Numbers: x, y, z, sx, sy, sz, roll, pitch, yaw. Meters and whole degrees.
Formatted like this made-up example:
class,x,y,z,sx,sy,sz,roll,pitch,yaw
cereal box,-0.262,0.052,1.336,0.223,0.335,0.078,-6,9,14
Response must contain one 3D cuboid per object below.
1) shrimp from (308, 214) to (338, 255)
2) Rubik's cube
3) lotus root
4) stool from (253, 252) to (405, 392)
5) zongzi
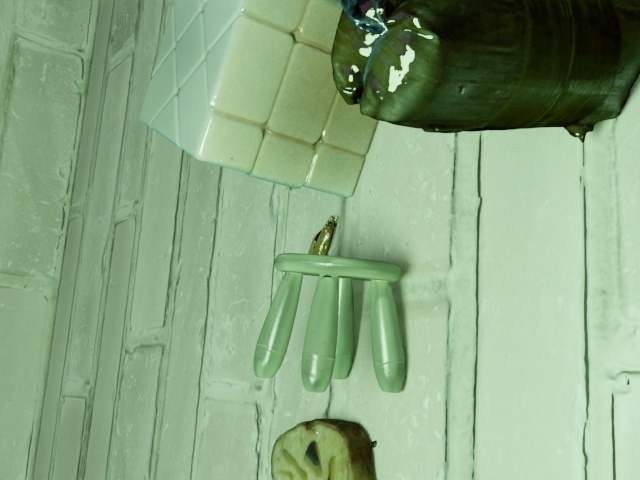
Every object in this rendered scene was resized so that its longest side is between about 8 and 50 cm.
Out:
class,x,y,z,sx,sy,sz,roll,pitch,yaw
shrimp,0.000,0.000,1.373,0.059,0.023,0.108,43,115,62
Rubik's cube,-0.093,-0.287,1.339,0.322,0.316,0.318,33,106,53
lotus root,0.016,0.365,1.190,0.261,0.074,0.170,9,85,56
stool,0.018,0.124,1.160,0.195,0.195,0.198,3,87,55
zongzi,0.118,-0.290,0.904,0.432,0.403,0.207,51,136,35
